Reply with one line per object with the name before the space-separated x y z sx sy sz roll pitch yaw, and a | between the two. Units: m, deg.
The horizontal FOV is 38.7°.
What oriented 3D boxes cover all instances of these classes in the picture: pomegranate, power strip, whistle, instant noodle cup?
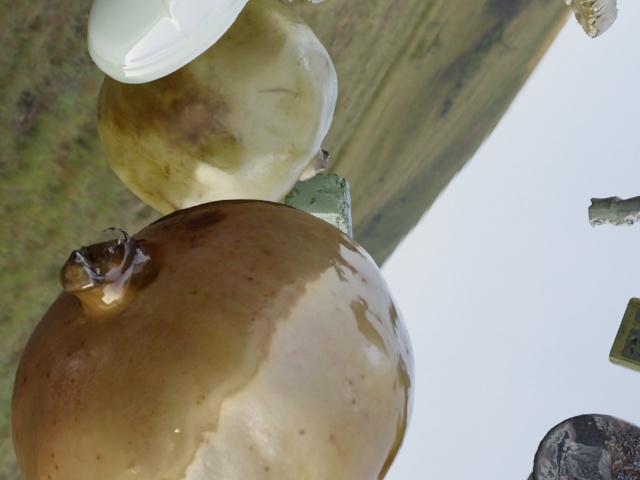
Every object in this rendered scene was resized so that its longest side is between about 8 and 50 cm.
pomegranate | -0.131 -0.178 1.203 0.332 0.333 0.332 -58 -173 11
power strip | 0.460 0.138 1.064 0.268 0.034 0.092 18 -95 53
whistle | 0.671 -0.054 1.674 0.346 0.133 0.142 -2 -165 33
instant noodle cup | 0.346 0.368 1.189 0.207 0.218 0.217 107 6 -50
pomegranate | -0.097 0.110 0.754 0.338 0.338 0.338 -58 -173 11

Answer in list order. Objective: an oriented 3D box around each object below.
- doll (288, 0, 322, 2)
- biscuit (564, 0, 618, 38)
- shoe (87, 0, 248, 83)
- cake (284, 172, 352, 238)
doll | -0.031 -0.383 1.323 0.179 0.088 0.102 -30 177 -16
biscuit | 0.467 -0.448 1.594 0.084 0.179 0.281 -15 170 14
shoe | -0.069 -0.222 0.571 0.265 0.095 0.110 -49 165 0
cake | 0.000 0.021 1.420 0.099 0.100 0.235 -85 173 -60
